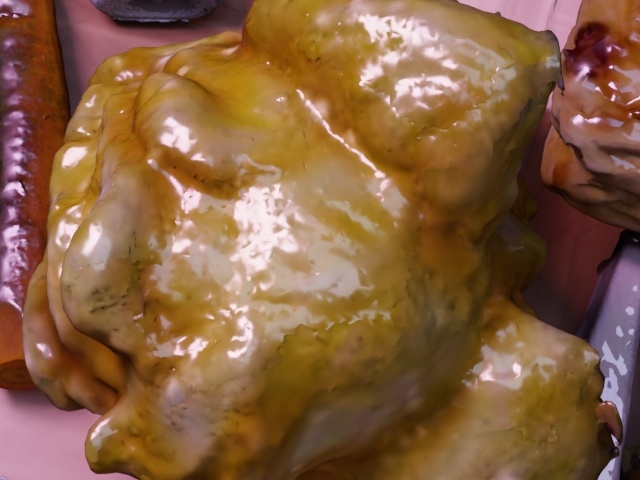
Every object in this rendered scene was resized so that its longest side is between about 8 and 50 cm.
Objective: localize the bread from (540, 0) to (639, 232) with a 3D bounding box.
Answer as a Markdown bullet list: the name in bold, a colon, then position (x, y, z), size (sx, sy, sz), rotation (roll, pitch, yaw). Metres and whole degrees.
- **bread**: position (0.308, -0.124, 1.101), size (0.314, 0.191, 0.370), rotation (19, 62, 1)

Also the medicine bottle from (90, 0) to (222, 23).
- **medicine bottle**: position (-0.108, -0.240, 1.158), size (0.090, 0.054, 0.208), rotation (-1, 69, -9)

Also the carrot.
- **carrot**: position (-0.178, -0.067, 1.082), size (0.066, 0.066, 0.314), rotation (-1, 66, -10)

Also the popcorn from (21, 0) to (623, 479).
- **popcorn**: position (-0.005, -0.010, 0.946), size (0.290, 0.325, 0.321), rotation (6, 61, -23)

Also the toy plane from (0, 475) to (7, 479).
- **toy plane**: position (-0.218, 0.206, 0.967), size (0.171, 0.065, 0.162), rotation (-35, 89, -24)

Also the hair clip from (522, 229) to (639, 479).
- **hair clip**: position (0.116, 0.146, 1.030), size (0.101, 0.085, 0.331), rotation (14, 66, -8)

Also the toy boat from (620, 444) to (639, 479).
- **toy boat**: position (0.265, 0.278, 0.990), size (0.162, 0.136, 0.445), rotation (-3, 74, -6)
